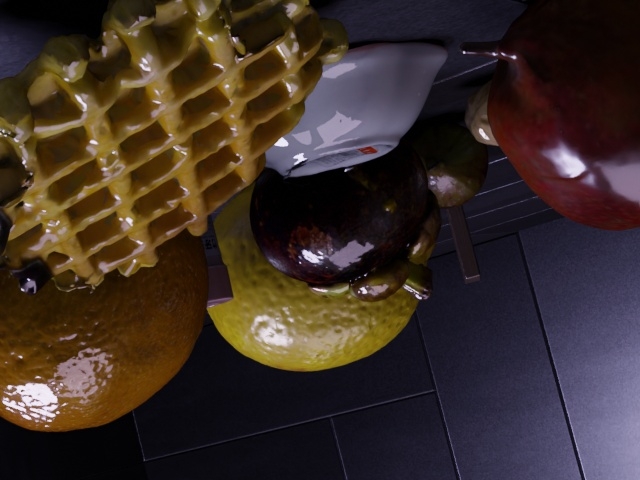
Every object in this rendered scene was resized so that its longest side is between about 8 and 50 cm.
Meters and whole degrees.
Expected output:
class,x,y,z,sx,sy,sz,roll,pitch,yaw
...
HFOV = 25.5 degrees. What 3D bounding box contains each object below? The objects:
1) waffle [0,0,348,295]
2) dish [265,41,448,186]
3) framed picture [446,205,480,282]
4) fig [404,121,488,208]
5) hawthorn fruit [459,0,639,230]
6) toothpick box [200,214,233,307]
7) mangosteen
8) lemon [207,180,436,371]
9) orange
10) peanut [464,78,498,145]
class,x,y,z,sx,sy,sz,roll,pitch,yaw
waffle,-0.121,-0.065,0.948,0.307,0.060,0.312,-45,159,21
dish,0.010,-0.101,1.244,0.229,0.081,0.229,-14,174,-2
framed picture,0.185,-0.028,1.916,0.023,0.168,0.128,-15,174,4
fig,0.132,-0.084,1.601,0.109,0.103,0.154,-39,175,17
hawthorn fruit,0.220,-0.116,1.135,0.248,0.208,0.208,17,157,-31
toothpick box,-0.155,0.001,1.473,0.098,0.149,0.098,-15,175,-1
mangosteen,0.036,-0.017,1.451,0.192,0.217,0.192,-36,-170,8
lemon,-0.007,0.031,1.656,0.267,0.267,0.267,-14,174,-1
orange,-0.224,0.043,1.265,0.264,0.264,0.264,-14,174,-1
peanut,0.226,-0.143,1.412,0.174,0.080,0.080,-20,173,17
